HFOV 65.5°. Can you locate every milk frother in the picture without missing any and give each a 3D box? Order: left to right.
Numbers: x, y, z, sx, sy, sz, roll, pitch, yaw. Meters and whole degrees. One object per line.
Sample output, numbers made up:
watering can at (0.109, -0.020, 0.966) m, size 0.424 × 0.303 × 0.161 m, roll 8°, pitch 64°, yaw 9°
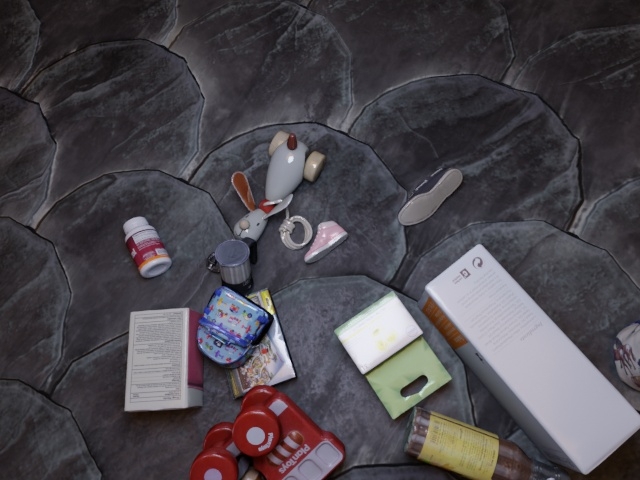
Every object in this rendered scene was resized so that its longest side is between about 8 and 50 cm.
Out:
milk frother at (-0.238, 0.051, 1.263) m, size 0.143 × 0.134 × 0.129 m, roll 10°, pitch 49°, yaw 6°

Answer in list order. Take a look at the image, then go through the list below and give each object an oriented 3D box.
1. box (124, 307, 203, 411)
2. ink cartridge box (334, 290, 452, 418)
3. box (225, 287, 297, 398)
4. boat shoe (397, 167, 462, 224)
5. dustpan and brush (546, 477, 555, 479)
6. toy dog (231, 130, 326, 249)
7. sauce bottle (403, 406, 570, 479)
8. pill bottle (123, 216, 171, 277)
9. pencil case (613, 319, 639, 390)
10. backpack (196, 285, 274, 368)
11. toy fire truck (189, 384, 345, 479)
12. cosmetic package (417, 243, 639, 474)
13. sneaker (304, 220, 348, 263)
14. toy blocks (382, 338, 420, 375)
box at (-0.371, 0.290, 1.208) m, size 0.149 × 0.127 × 0.232 m, roll -4°, pitch 73°, yaw 4°
ink cartridge box at (0.166, 0.261, 1.144) m, size 0.171 × 0.056 × 0.235 m, roll -33°, pitch 70°, yaw -3°
box at (-0.169, 0.255, 1.241) m, size 0.159 × 0.044 × 0.233 m, roll -20°, pitch 72°, yaw 0°
boat shoe at (0.280, -0.118, 1.316) m, size 0.206 × 0.075 × 0.065 m, roll -40°, pitch 30°, yaw -2°
dustpan and brush at (0.462, 0.554, 1.022) m, size 0.147 × 0.211 × 0.060 m, roll -5°, pitch 44°, yaw 4°
toy dog at (-0.115, -0.152, 1.302) m, size 0.220 × 0.161 × 0.333 m, roll 9°, pitch 74°, yaw 9°
sauce bottle at (0.356, 0.472, 1.084) m, size 0.344 × 0.111 × 0.111 m, roll 18°, pitch 75°, yaw 11°
pill bottle at (-0.465, 0.016, 1.325) m, size 0.086 × 0.086 × 0.152 m, roll -31°, pitch 71°, yaw -4°
pencil case at (0.759, 0.198, 0.974) m, size 0.183 × 0.410 × 0.160 m, roll -40°, pitch 75°, yaw -14°
backpack at (-0.216, 0.211, 1.171) m, size 0.158 × 0.117 × 0.173 m, roll 33°, pitch 85°, yaw 7°
toy fire truck at (-0.127, 0.494, 1.106) m, size 0.254 × 0.169 × 0.302 m, roll 45°, pitch 91°, yaw -2°
cosmetic package at (0.423, 0.250, 1.088) m, size 0.161 × 0.230 × 0.453 m, roll -37°, pitch 72°, yaw -6°
sneaker at (0.000, 0.000, 1.302) m, size 0.134 × 0.051 × 0.070 m, roll -36°, pitch 71°, yaw -9°
toy blocks at (0.154, 0.267, 1.200) m, size 0.123 × 0.054 × 0.148 m, roll 39°, pitch 81°, yaw 15°
